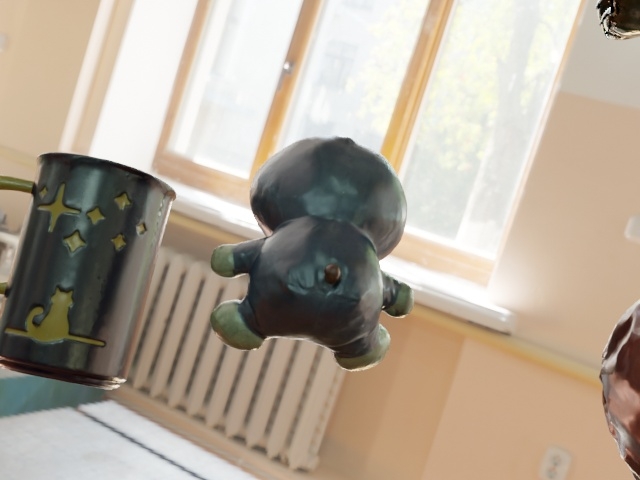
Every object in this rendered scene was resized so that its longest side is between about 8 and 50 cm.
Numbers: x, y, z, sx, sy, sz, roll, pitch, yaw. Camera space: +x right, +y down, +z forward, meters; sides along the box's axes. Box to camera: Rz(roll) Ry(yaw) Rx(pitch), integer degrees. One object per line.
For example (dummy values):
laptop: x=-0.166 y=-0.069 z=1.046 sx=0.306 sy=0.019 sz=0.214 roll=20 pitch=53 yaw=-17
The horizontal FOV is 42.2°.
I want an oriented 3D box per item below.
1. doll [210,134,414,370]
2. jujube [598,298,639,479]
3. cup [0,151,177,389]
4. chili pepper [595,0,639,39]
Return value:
doll: x=0.000 y=0.000 z=0.918 sx=0.228 sy=0.154 sz=0.259 roll=12 pitch=50 yaw=-6
jujube: x=0.357 y=0.163 z=0.586 sx=0.216 sy=0.216 sz=0.342 roll=14 pitch=30 yaw=-38
cup: x=-0.328 y=0.037 z=1.026 sx=0.254 sy=0.257 sz=0.178 roll=8 pitch=-12 yaw=22
chili pepper: x=0.565 y=-0.456 z=1.342 sx=0.256 sy=0.249 sz=0.233 roll=-3 pitch=6 yaw=16
